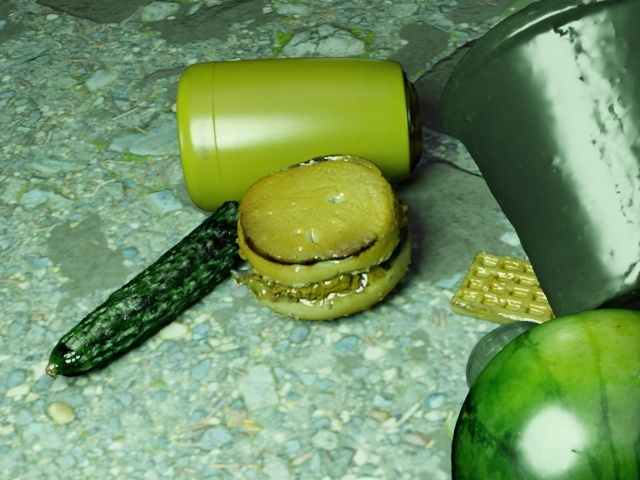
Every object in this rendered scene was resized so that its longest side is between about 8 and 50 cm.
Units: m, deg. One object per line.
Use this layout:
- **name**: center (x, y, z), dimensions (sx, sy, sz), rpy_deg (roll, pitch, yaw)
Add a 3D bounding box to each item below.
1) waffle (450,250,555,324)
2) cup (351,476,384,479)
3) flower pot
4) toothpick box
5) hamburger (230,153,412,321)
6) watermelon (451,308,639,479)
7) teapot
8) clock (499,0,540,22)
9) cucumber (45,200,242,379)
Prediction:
- **waffle**: center (0.208, 0.053, 1.140), dimensions (0.135, 0.021, 0.092), rpy_deg (11, 43, 25)
- **cup**: center (0.040, 0.252, 0.865), dimensions (0.074, 0.116, 0.104), rpy_deg (8, 49, 24)
- **flower pot**: center (0.314, -0.045, 1.002), dimensions (0.379, 0.379, 0.251), rpy_deg (-7, 62, 5)
- **toothpick box**: center (-0.021, -0.129, 1.305), dimensions (0.271, 0.175, 0.175), rpy_deg (-5, 38, 2)
- **hamburger**: center (0.006, -0.005, 1.184), dimensions (0.181, 0.118, 0.191), rpy_deg (5, 46, 15)
- **watermelon**: center (0.216, 0.167, 0.827), dimensions (0.242, 0.242, 0.242), rpy_deg (-7, 38, 5)
- **teapot**: center (0.178, 0.143, 0.990), dimensions (0.092, 0.124, 0.091), rpy_deg (14, 20, -20)
- **clock**: center (0.407, -0.271, 1.375), dimensions (0.324, 0.109, 0.265), rpy_deg (8, 33, 39)
- **cucumber**: center (-0.175, 0.059, 1.193), dimensions (0.067, 0.068, 0.293), rpy_deg (23, 51, 36)
